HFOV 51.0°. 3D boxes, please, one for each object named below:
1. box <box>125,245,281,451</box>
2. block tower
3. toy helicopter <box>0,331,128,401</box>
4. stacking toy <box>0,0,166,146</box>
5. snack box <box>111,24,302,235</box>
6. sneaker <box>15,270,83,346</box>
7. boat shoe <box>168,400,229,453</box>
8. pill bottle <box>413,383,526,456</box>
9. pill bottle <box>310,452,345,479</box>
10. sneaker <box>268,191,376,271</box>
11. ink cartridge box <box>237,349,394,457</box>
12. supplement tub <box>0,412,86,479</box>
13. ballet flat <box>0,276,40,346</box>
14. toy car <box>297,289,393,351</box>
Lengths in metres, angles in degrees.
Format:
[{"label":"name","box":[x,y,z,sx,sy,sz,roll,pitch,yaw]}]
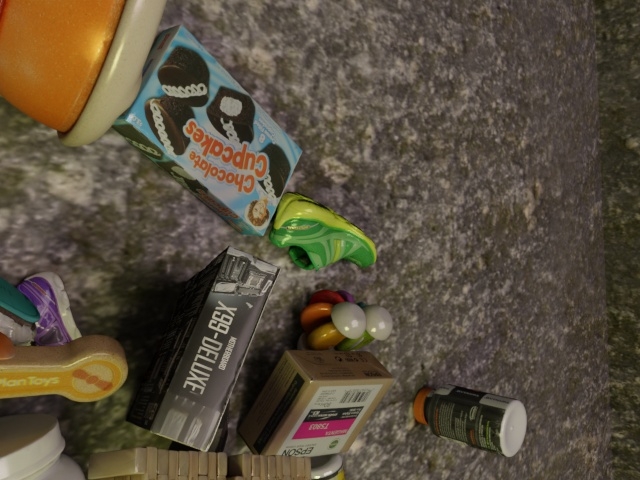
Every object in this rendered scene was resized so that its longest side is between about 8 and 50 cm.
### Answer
[{"label":"box","box":[-0.175,0.155,0.938,0.077,0.307,0.242,26,69,-15]},{"label":"block tower","box":[-0.144,0.334,0.894,0.335,0.091,0.097,27,51,-49]},{"label":"toy helicopter","box":[-0.379,0.126,0.708,0.355,0.140,0.234,4,119,-32]},{"label":"stacking toy","box":[-0.414,-0.329,0.703,0.480,0.351,0.350,17,79,-30]},{"label":"snack box","box":[-0.173,-0.168,1.103,0.322,0.060,0.187,42,62,-41]},{"label":"sneaker","box":[-0.368,0.127,0.911,0.071,0.068,0.169,-22,100,-30]},{"label":"boat shoe","box":[-0.186,0.314,1.055,0.223,0.080,0.073,-79,154,-60]},{"label":"pill bottle","box":[0.341,0.411,1.566,0.130,0.246,0.130,-6,98,-48]},{"label":"pill bottle","box":[0.002,0.505,1.298,0.103,0.103,0.184,-20,107,-46]},{"label":"sneaker","box":[0.000,0.000,1.294,0.296,0.109,0.123,27,98,-49]},{"label":"ink cartridge box","box":[-0.004,0.299,1.225,0.235,0.088,0.193,10,115,-46]},{"label":"supplement tub","box":[-0.372,0.383,0.770,0.228,0.228,0.316,-14,96,-47]},{"label":"ballet flat","box":[-0.486,0.020,0.718,0.409,0.147,0.147,53,55,-35]},{"label":"toy car","box":[0.036,0.160,1.313,0.182,0.159,0.136,10,46,-45]}]
